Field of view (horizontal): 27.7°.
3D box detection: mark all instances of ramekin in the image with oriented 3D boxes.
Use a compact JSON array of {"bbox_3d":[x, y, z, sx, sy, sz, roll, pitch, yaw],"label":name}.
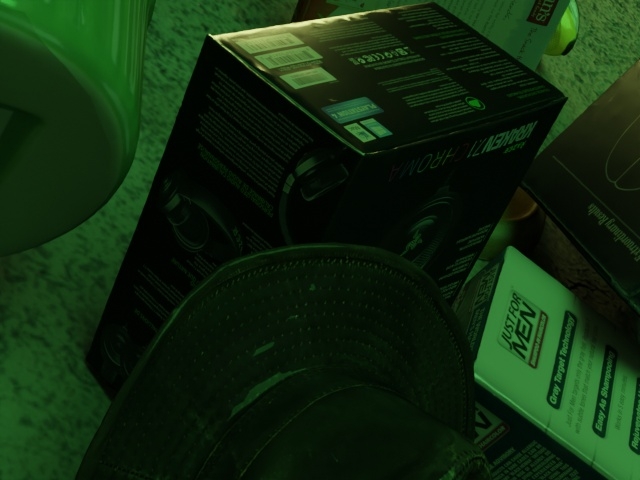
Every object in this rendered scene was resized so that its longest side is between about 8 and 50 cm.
[{"bbox_3d":[-0.243,-0.110,0.753,0.303,0.303,0.148,15,52,-31],"label":"ramekin"}]

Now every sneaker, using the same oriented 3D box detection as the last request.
[{"bbox_3d":[0.213,-0.288,1.512,0.094,0.081,0.208,-19,61,-42],"label":"sneaker"}]

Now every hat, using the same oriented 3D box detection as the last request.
[{"bbox_3d":[0.014,0.170,0.699,0.331,0.134,0.331,-9,105,-38],"label":"hat"}]

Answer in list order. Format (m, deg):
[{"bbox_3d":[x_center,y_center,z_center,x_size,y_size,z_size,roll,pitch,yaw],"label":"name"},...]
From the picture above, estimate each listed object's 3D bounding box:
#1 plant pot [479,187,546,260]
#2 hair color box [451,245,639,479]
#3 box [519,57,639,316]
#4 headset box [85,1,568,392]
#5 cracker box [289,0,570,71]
[{"bbox_3d":[0.135,-0.084,1.274,0.236,0.032,0.236,25,40,-23],"label":"plant pot"},{"bbox_3d":[0.240,0.180,1.054,0.347,0.105,0.174,37,37,-8],"label":"hair color box"},{"bbox_3d":[0.415,-0.078,1.129,0.212,0.395,0.293,43,10,-22],"label":"box"},{"bbox_3d":[0.000,0.000,0.881,0.131,0.283,0.246,40,33,23],"label":"headset box"},{"bbox_3d":[0.103,-0.221,1.229,0.232,0.156,0.067,15,36,-13],"label":"cracker box"}]
